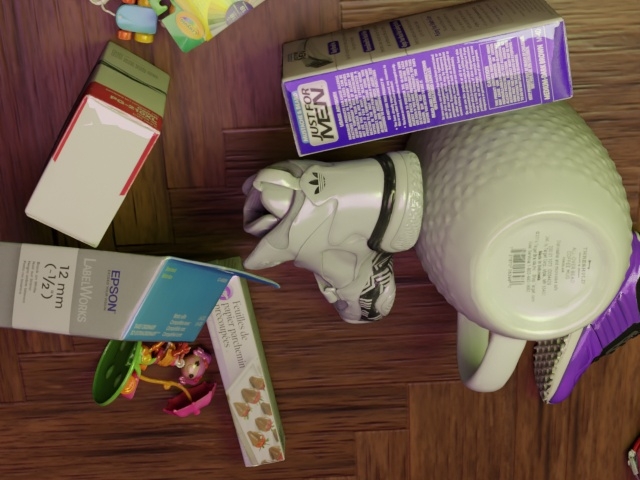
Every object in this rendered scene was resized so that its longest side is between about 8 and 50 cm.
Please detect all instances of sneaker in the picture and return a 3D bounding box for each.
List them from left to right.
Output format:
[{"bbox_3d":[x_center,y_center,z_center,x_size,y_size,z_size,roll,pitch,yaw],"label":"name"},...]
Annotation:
[{"bbox_3d":[0.000,0.000,1.389,0.210,0.137,0.366,2,152,-7],"label":"sneaker"},{"bbox_3d":[0.413,0.120,1.544,0.146,0.102,0.293,14,113,-9],"label":"sneaker"}]

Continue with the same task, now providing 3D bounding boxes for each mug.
[{"bbox_3d":[0.240,0.016,1.368,0.276,0.328,0.374,10,113,-6],"label":"mug"}]

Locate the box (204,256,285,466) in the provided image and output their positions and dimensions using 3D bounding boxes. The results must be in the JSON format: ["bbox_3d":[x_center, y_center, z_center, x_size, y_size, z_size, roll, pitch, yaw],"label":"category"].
[{"bbox_3d":[-0.114,0.183,1.576,0.063,0.067,0.324,-11,115,3],"label":"box"}]

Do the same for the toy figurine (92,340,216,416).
[{"bbox_3d":[-0.222,0.186,1.567,0.159,0.130,0.173,27,86,-27],"label":"toy figurine"}]

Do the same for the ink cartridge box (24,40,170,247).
[{"bbox_3d":[-0.272,-0.126,1.339,0.100,0.237,0.172,27,110,-16],"label":"ink cartridge box"}]

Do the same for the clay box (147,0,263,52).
[{"bbox_3d":[-0.114,-0.343,1.311,0.222,0.053,0.127,-36,116,-4],"label":"clay box"}]

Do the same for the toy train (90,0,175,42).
[{"bbox_3d":[-0.205,-0.326,1.358,0.166,0.046,0.125,-29,111,7],"label":"toy train"}]

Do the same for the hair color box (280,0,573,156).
[{"bbox_3d":[0.124,-0.214,1.340,0.339,0.185,0.110,-10,114,3],"label":"hair color box"}]

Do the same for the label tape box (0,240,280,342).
[{"bbox_3d":[-0.254,0.074,1.369,0.348,0.249,0.115,7,85,14],"label":"label tape box"}]

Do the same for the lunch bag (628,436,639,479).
[{"bbox_3d":[0.618,0.298,1.621,0.258,0.120,0.293,28,111,-13],"label":"lunch bag"}]
